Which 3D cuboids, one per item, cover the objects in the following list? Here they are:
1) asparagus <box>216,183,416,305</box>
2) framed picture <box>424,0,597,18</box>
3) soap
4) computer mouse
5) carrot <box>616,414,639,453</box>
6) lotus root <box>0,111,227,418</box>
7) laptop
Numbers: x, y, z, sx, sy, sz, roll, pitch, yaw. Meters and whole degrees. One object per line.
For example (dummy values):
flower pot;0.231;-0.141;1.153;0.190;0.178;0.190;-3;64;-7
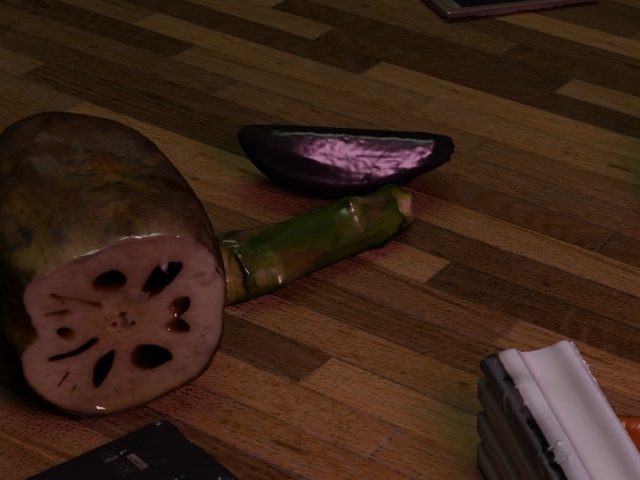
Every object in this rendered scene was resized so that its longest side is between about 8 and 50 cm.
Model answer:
asparagus;0.000;-0.002;1.899;0.343;0.082;0.085;-18;0;-33
framed picture;0.285;-0.414;2.686;0.281;0.019;0.209;-11;33;-22
soap;0.220;0.213;1.465;0.094;0.150;0.261;-8;32;-11
computer mouse;0.032;-0.095;2.038;0.269;0.086;0.137;2;8;-5
carrot;0.391;0.207;1.588;0.336;0.069;0.069;9;30;23
lotus root;-0.241;0.004;1.708;0.250;0.250;0.346;-10;37;-21
laptop;-0.182;0.230;1.542;0.180;0.016;0.129;-23;38;-34
